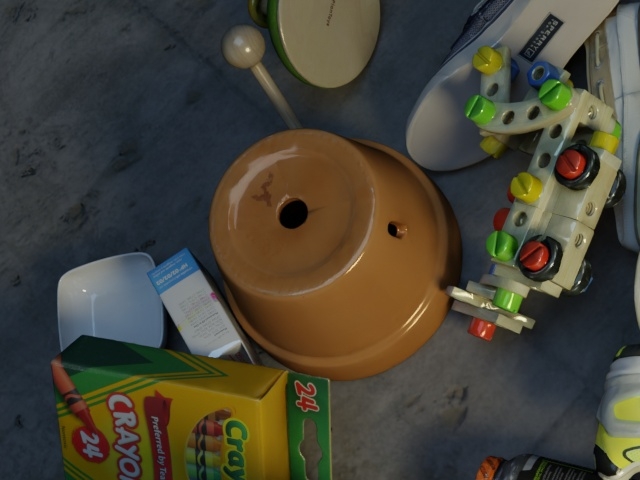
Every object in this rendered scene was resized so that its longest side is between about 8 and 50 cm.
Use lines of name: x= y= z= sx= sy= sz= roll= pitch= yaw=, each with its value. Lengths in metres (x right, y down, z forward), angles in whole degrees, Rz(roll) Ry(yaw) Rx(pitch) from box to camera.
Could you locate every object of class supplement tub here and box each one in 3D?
supplement tub: x=0.257 y=0.292 z=1.489 sx=0.190 sy=0.117 sz=0.117 roll=12 pitch=77 yaw=23

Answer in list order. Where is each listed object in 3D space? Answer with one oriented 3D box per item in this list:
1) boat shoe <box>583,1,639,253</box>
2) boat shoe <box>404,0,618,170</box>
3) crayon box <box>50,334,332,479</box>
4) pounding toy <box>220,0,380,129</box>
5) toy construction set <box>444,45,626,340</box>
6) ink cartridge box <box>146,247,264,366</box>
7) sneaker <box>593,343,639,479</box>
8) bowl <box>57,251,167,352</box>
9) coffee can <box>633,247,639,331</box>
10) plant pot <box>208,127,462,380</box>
boat shoe: x=0.352 y=-0.124 z=1.604 sx=0.103 sy=0.113 sz=0.302 roll=-8 pitch=67 yaw=38
boat shoe: x=0.222 y=-0.239 z=1.688 sx=0.340 sy=0.127 sz=0.158 roll=-46 pitch=23 yaw=20
crayon box: x=-0.145 y=0.231 z=1.614 sx=0.318 sy=0.081 sz=0.202 roll=7 pitch=114 yaw=22
pounding toy: x=-0.038 y=-0.261 z=1.747 sx=0.110 sy=0.183 sz=0.237 roll=7 pitch=54 yaw=43
toy construction set: x=0.220 y=-0.042 z=1.540 sx=0.215 sy=0.151 sz=0.328 roll=18 pitch=99 yaw=48
ink cartridge box: x=-0.128 y=0.110 z=1.688 sx=0.061 sy=0.104 sz=0.181 roll=-33 pitch=65 yaw=0
sneaker: x=0.452 y=0.241 z=1.404 sx=0.384 sy=0.145 sz=0.147 roll=23 pitch=78 yaw=14
bowl: x=-0.253 y=0.094 z=1.768 sx=0.142 sy=0.053 sz=0.142 roll=-15 pitch=69 yaw=15
coffee can: x=0.480 y=0.052 z=1.390 sx=0.275 sy=0.201 sz=0.202 roll=10 pitch=75 yaw=48
plant pot: x=0.000 y=0.000 z=1.628 sx=0.290 sy=0.203 sz=0.291 roll=-6 pitch=72 yaw=17
